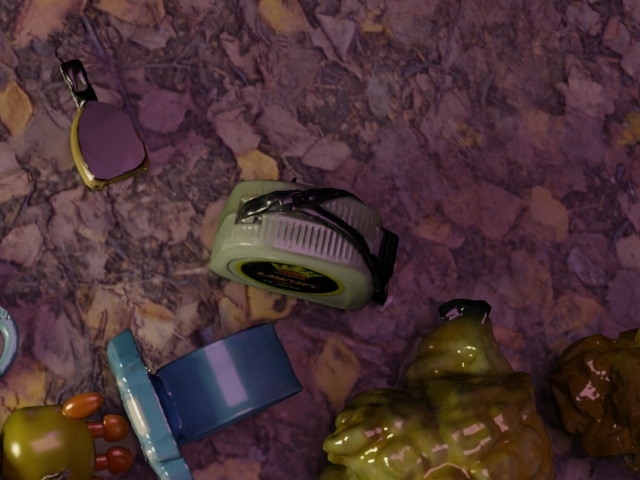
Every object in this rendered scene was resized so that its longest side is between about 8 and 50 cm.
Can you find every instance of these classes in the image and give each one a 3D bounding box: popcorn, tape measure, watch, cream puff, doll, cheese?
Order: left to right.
[{"bbox_3d":[-0.314,0.237,1.233,0.220,0.135,0.143,-7,114,-16],"label":"doll"},{"bbox_3d":[-0.274,-0.147,1.389,0.086,0.036,0.162,-23,83,-17],"label":"cheese"},{"bbox_3d":[-0.120,0.168,1.272,0.193,0.211,0.211,-23,84,-15],"label":"watch"},{"bbox_3d":[0.000,0.000,1.344,0.235,0.207,0.115,14,70,-10],"label":"tape measure"},{"bbox_3d":[0.128,0.254,1.301,0.293,0.293,0.237,-24,121,-20],"label":"popcorn"},{"bbox_3d":[0.372,0.185,1.400,0.194,0.221,0.195,0,95,4],"label":"cream puff"}]

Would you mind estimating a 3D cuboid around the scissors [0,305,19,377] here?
[{"bbox_3d":[-0.486,0.185,1.247,0.180,0.032,0.393,35,70,-5],"label":"scissors"}]
